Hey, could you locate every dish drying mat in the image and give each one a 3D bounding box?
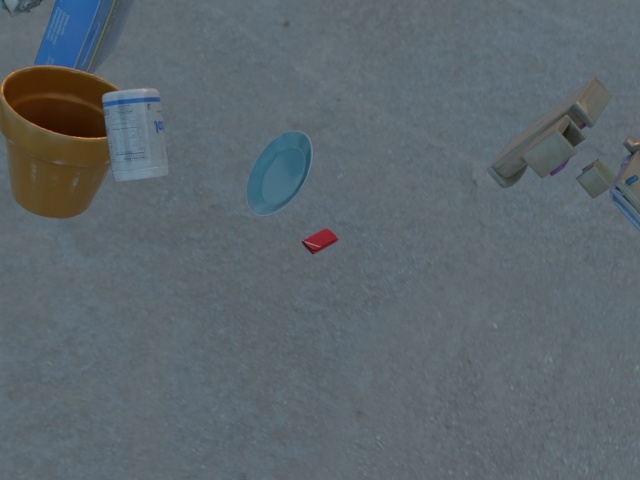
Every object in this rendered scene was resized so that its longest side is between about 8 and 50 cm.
[{"bbox_3d":[0.000,0.000,1.403,0.032,0.083,0.008,43,125,13],"label":"dish drying mat"}]

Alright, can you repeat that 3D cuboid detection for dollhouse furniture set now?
[{"bbox_3d":[0.451,-0.066,1.353,0.303,0.198,0.286,48,42,-2],"label":"dollhouse furniture set"}]

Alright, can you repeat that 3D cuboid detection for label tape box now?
[{"bbox_3d":[-0.458,-0.447,1.596,0.115,0.249,0.347,27,29,-10],"label":"label tape box"}]

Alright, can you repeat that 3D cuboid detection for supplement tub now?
[{"bbox_3d":[-0.225,-0.129,0.994,0.071,0.071,0.107,-4,99,17],"label":"supplement tub"}]

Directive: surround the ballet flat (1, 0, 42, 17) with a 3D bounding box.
[{"bbox_3d":[-0.565,-0.595,1.657,0.147,0.147,0.408,-21,45,8],"label":"ballet flat"}]

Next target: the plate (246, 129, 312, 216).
[{"bbox_3d":[-0.077,-0.129,1.611,0.188,0.024,0.188,-25,52,36],"label":"plate"}]

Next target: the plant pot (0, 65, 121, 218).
[{"bbox_3d":[-0.416,-0.146,1.304,0.205,0.187,0.205,16,36,-12],"label":"plant pot"}]
